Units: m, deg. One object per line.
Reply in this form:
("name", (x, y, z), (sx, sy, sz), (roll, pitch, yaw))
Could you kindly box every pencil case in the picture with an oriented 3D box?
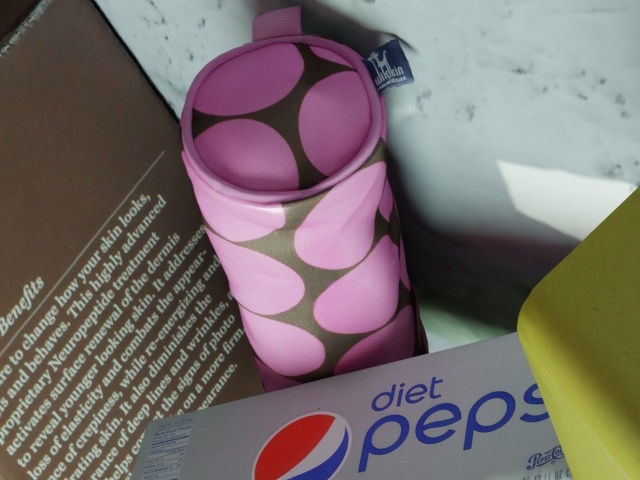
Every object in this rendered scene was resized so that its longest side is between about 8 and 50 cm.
("pencil case", (0.000, 0.000, 0.802), (0.095, 0.098, 0.209), (-13, 145, -2))

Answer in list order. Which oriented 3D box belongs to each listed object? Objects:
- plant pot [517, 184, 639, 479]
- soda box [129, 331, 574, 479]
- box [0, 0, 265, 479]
("plant pot", (0.180, 0.058, 0.536), (0.187, 0.212, 0.212), (39, 166, 34))
("soda box", (0.058, 0.109, 0.774), (0.286, 0.091, 0.098), (-16, 129, 26))
("box", (-0.120, 0.066, 0.944), (0.143, 0.191, 0.381), (10, 144, 43))
